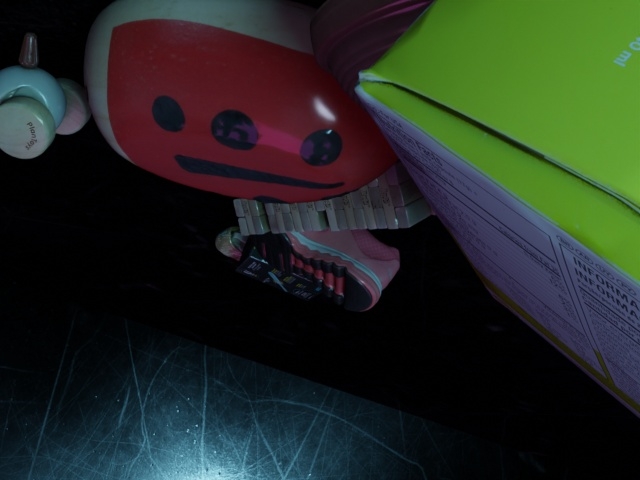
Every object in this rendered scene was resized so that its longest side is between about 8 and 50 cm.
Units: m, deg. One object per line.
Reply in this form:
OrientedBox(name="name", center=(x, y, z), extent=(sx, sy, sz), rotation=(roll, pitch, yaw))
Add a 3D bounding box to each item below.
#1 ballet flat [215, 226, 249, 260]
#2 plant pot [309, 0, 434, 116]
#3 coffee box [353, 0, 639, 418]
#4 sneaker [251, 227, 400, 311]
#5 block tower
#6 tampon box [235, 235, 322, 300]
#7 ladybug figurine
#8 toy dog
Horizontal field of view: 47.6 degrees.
OrientedBox(name="ballet flat", center=(-0.113, 0.028, 1.479), extent=(0.206, 0.073, 0.067), rotation=(20, 145, -18))
OrientedBox(name="plant pot", center=(0.114, -0.154, 0.636), extent=(0.237, 0.110, 0.237), rotation=(-8, 176, -1))
OrientedBox(name="coffee box", center=(0.293, -0.046, 0.426), extent=(0.338, 0.337, 0.334), rotation=(45, 180, 39))
OrientedBox(name="sneaker", center=(0.000, 0.001, 1.259), extent=(0.313, 0.136, 0.116), rotation=(33, 143, 25))
OrientedBox(name="block tower", center=(0.017, -0.066, 1.052), extent=(0.335, 0.091, 0.097), rotation=(-3, -164, 40))
OrientedBox(name="tampon box", center=(-0.062, 0.031, 1.390), extent=(0.161, 0.102, 0.120), rotation=(23, 158, -13))
OrientedBox(name="ladybug figurine", center=(-0.092, -0.153, 0.868), extent=(0.449, 0.162, 0.305), rotation=(9, 157, 21))
OrientedBox(name="toy dog", center=(-0.503, -0.214, 1.032), extent=(0.333, 0.161, 0.220), rotation=(-7, -154, -15))
